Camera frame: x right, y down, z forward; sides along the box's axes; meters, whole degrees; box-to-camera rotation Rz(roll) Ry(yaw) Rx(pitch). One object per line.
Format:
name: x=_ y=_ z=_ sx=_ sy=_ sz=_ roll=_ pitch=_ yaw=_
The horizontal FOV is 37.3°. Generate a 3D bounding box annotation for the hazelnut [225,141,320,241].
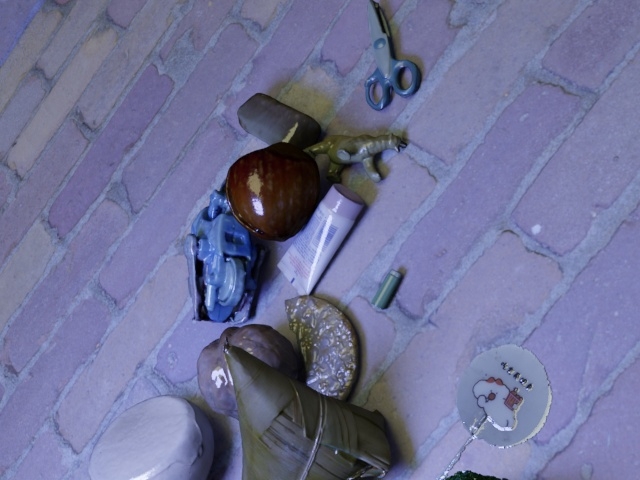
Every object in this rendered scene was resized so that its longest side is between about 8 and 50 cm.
hazelnut: x=-0.090 y=-0.104 z=2.057 sx=0.218 sy=0.234 sz=0.217 roll=3 pitch=97 yaw=23

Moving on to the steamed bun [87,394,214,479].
steamed bun: x=-0.349 y=0.476 z=2.035 sx=0.283 sy=0.177 sz=0.283 roll=-20 pitch=31 yaw=13

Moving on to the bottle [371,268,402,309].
bottle: x=0.135 y=0.099 z=1.929 sx=0.030 sy=0.030 sz=0.083 roll=28 pitch=89 yaw=42

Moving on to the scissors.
scissors: x=0.143 y=-0.429 z=2.147 sx=0.138 sy=0.041 sz=0.289 roll=-25 pitch=61 yaw=27

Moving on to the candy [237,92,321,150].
candy: x=-0.100 y=-0.270 z=2.231 sx=0.234 sy=0.102 sz=0.104 roll=33 pitch=93 yaw=41

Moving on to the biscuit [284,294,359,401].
biscuit: x=0.016 y=0.219 z=1.967 sx=0.141 sy=0.038 sz=0.289 roll=-33 pitch=55 yaw=22

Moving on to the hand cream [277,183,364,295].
hand cream: x=0.000 y=0.000 z=2.060 sx=0.247 sy=0.083 sz=0.133 roll=-56 pitch=44 yaw=19

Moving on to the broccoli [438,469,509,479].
broccoli: x=0.221 y=0.519 z=1.556 sx=0.246 sy=0.265 sz=0.294 roll=16 pitch=93 yaw=13

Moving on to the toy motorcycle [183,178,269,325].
toy motorcycle: x=-0.249 y=0.034 z=2.161 sx=0.241 sy=0.182 sz=0.319 roll=-23 pitch=57 yaw=30

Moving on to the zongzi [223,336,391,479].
zongzi: x=-0.133 y=0.437 z=1.794 sx=0.447 sy=0.418 sz=0.181 roll=-50 pitch=21 yaw=12

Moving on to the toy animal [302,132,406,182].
toy animal: x=0.075 y=-0.194 z=2.078 sx=0.219 sy=0.103 sz=0.101 roll=2 pitch=49 yaw=43

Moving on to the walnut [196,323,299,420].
walnut: x=-0.148 y=0.273 z=1.954 sx=0.224 sy=0.224 sz=0.224 roll=-16 pitch=62 yaw=33

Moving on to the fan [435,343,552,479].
fan: x=0.287 y=0.336 z=1.718 sx=0.329 sy=0.009 sz=0.191 roll=-53 pitch=49 yaw=6
